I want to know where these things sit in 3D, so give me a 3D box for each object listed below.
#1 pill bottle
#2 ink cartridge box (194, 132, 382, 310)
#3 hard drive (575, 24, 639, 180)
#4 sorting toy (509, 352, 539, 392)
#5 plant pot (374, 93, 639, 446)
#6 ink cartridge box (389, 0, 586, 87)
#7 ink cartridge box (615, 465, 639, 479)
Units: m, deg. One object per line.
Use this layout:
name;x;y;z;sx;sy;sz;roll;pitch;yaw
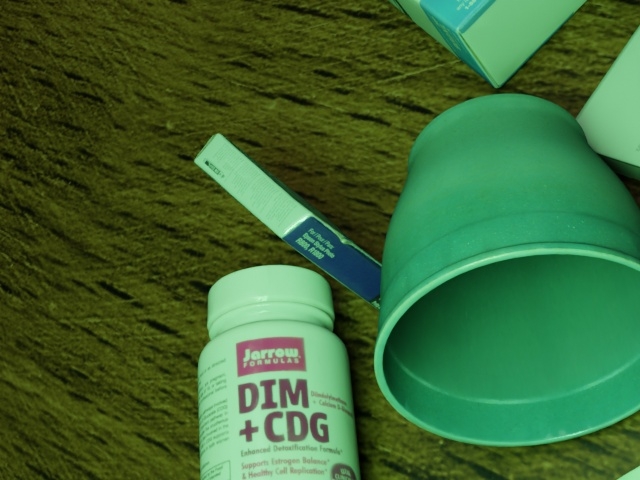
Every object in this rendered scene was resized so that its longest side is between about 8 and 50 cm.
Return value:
pill bottle;-0.044;0.179;1.228;0.160;0.160;0.283;-20;58;24
ink cartridge box;0.000;0.000;1.249;0.045;0.223;0.224;-52;50;1
hard drive;0.388;-0.193;1.173;0.307;0.040;0.203;-55;31;-3
sorting toy;0.175;0.142;1.201;0.083;0.012;0.062;-4;66;31
plant pot;0.177;0.009;1.119;0.271;0.272;0.255;-24;43;21
ink cartridge box;0.165;-0.356;1.375;0.223;0.129;0.307;-46;51;5
ink cartridge box;0.376;0.234;1.003;0.224;0.056;0.181;-36;53;15
